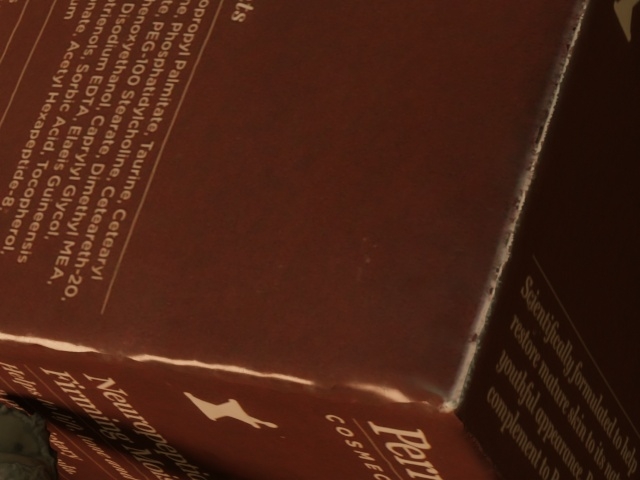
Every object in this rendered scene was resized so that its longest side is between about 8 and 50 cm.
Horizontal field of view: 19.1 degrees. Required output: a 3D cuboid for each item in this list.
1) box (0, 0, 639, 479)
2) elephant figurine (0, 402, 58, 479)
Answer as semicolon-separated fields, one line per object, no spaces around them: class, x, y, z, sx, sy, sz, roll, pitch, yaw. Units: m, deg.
box;0.000;0.000;0.579;0.203;0.168;0.167;7;63;29
elephant figurine;-0.105;0.203;0.516;0.186;0.169;0.239;-26;57;-11
